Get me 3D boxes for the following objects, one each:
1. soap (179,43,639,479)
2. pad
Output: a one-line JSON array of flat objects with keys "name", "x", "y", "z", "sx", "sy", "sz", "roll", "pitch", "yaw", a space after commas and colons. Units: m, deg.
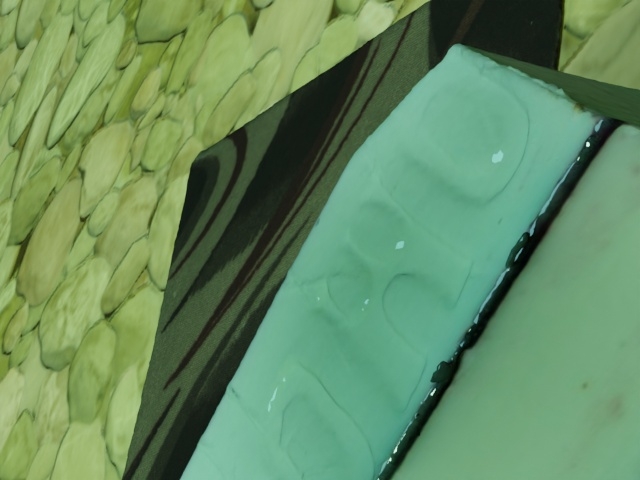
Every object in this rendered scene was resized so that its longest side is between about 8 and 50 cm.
[{"name": "soap", "x": 0.047, "y": 0.038, "z": 0.597, "sx": 0.230, "sy": 0.091, "sz": 0.145, "roll": -63, "pitch": 30, "yaw": 10}, {"name": "pad", "x": 0.000, "y": 0.000, "z": 0.815, "sx": 0.330, "sy": 0.004, "sz": 0.220, "roll": -28, "pitch": 45, "yaw": 51}]
